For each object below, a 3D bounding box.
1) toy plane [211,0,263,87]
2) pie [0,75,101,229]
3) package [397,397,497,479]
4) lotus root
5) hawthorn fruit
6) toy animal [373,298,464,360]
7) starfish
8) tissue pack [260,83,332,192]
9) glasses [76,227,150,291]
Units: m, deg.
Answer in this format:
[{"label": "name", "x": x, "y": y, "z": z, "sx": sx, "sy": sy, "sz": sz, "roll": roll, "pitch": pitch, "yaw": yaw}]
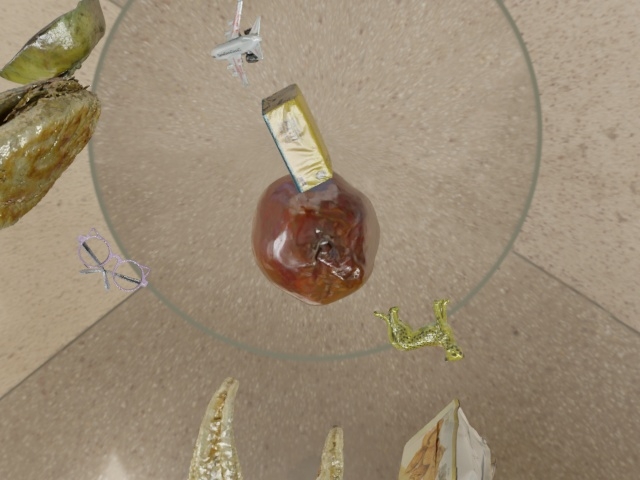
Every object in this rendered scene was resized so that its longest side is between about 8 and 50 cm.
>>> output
[{"label": "toy plane", "x": -0.157, "y": -0.370, "z": 1.524, "sx": 0.065, "sy": 0.171, "sz": 0.162, "roll": -5, "pitch": 93, "yaw": -29}, {"label": "pie", "x": -0.310, "y": -0.091, "z": 0.833, "sx": 0.079, "sy": 0.193, "sz": 0.163, "roll": 33, "pitch": 135, "yaw": 11}, {"label": "package", "x": 0.271, "y": 0.520, "z": 1.660, "sx": 0.165, "sy": 0.311, "sz": 0.221, "roll": 38, "pitch": 114, "yaw": -4}, {"label": "lotus root", "x": -0.407, "y": -0.299, "z": 1.261, "sx": 0.203, "sy": 0.183, "sz": 0.078, "roll": -23, "pitch": 113, "yaw": 42}, {"label": "hawthorn fruit", "x": -0.001, "y": -0.002, "z": 1.759, "sx": 0.308, "sy": 0.325, "sz": 0.308, "roll": -18, "pitch": 125, "yaw": -28}, {"label": "toy animal", "x": 0.213, "y": 0.203, "z": 1.733, "sx": 0.181, "sy": 0.073, "sz": 0.136, "roll": -9, "pitch": 81, "yaw": 11}, {"label": "starfish", "x": -0.042, "y": 0.231, "z": 0.617, "sx": 0.138, "sy": 0.050, "sz": 0.247, "roll": 6, "pitch": 95, "yaw": -31}, {"label": "tissue pack", "x": -0.042, "y": -0.192, "z": 1.480, "sx": 0.082, "sy": 0.120, "sz": 0.169, "roll": -23, "pitch": 114, "yaw": 6}, {"label": "glasses", "x": -0.370, "y": 0.043, "z": 1.380, "sx": 0.140, "sy": 0.104, "sz": 0.062, "roll": 37, "pitch": 68, "yaw": -17}]
